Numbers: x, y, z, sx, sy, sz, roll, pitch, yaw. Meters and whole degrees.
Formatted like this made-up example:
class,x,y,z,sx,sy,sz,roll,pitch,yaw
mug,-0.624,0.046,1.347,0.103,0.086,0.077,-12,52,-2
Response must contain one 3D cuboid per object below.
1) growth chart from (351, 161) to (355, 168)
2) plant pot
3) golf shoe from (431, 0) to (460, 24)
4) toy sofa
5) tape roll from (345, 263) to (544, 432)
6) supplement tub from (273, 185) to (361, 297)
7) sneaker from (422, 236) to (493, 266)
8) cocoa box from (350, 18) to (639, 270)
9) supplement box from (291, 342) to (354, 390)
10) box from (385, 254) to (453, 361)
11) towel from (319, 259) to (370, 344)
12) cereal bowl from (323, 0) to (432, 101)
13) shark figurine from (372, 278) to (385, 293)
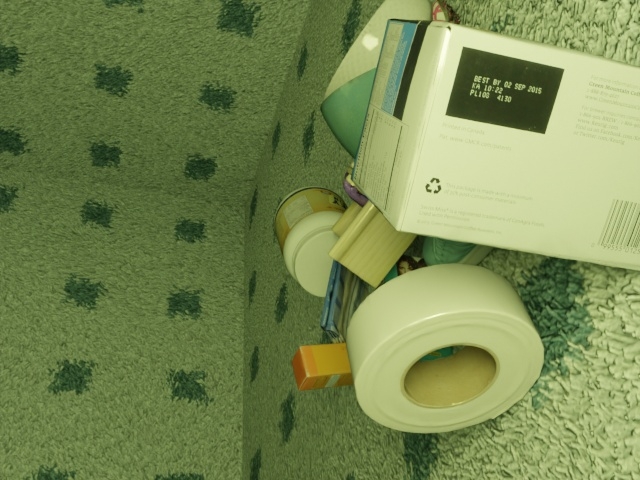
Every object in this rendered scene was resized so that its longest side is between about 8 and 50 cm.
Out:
class,x,y,z,sx,sy,sz,roll,pitch,yaw
growth chart,0.157,-0.084,1.422,0.021,0.237,0.172,-51,30,7
plant pot,0.168,-0.232,1.400,0.195,0.290,0.290,70,161,4
golf shoe,0.257,-0.452,1.463,0.086,0.068,0.186,-37,39,30
toy sofa,0.086,-0.039,1.462,0.150,0.177,0.362,-53,4,8
tape roll,0.185,0.171,1.036,0.100,0.287,0.286,-101,25,-50
supplement tub,0.000,0.000,1.890,0.316,0.229,0.228,-115,37,-63
sneaker,0.238,-0.042,1.202,0.366,0.150,0.135,130,146,-62
cocoa box,0.244,-0.125,0.850,0.228,0.348,0.231,-121,41,-67
supplement box,0.061,0.271,1.501,0.080,0.234,0.078,113,149,-48
box,0.193,0.147,1.359,0.060,0.101,0.244,120,154,-50
towel,0.071,0.168,1.595,0.285,0.034,0.209,58,-142,-54
cereal bowl,0.157,-0.422,1.601,0.339,0.141,0.339,-54,-1,-1
shark figurine,0.139,0.198,1.471,0.278,0.166,0.116,-105,-7,-47
